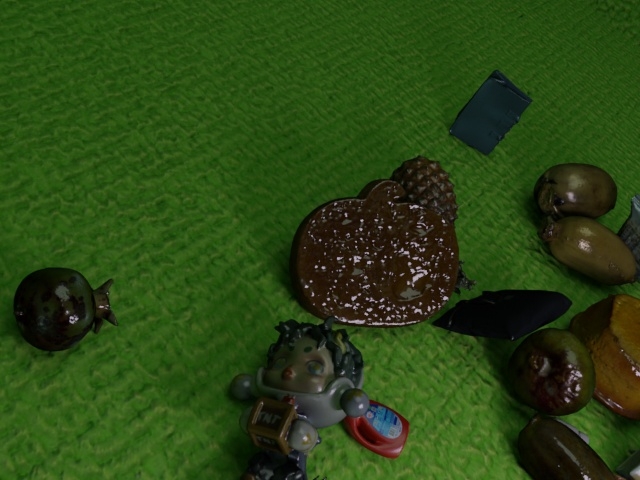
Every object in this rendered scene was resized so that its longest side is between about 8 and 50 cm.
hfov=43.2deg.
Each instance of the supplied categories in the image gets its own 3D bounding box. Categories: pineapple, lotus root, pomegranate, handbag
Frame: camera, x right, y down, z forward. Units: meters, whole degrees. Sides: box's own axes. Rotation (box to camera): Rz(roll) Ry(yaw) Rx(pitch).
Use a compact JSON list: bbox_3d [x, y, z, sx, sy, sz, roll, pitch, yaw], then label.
[{"bbox_3d":[0.259,-0.026,1.866,0.175,0.175,0.361,6,49,-27],"label":"pineapple"},{"bbox_3d":[0.496,0.458,1.618,0.241,0.124,0.123,44,34,9],"label":"lotus root"},{"bbox_3d":[-0.435,0.116,1.363,0.148,0.149,0.169,59,11,24],"label":"pomegranate"},{"bbox_3d":[0.469,-0.347,2.237,0.144,0.221,0.057,38,44,2],"label":"handbag"},{"bbox_3d":[0.722,-0.126,2.227,0.310,0.182,0.182,1,52,-34],"label":"lotus root"},{"bbox_3d":[0.702,0.018,2.112,0.303,0.146,0.130,29,55,-11],"label":"lotus root"},{"bbox_3d":[0.403,0.163,1.797,0.254,0.211,0.088,-19,108,-42],"label":"handbag"}]

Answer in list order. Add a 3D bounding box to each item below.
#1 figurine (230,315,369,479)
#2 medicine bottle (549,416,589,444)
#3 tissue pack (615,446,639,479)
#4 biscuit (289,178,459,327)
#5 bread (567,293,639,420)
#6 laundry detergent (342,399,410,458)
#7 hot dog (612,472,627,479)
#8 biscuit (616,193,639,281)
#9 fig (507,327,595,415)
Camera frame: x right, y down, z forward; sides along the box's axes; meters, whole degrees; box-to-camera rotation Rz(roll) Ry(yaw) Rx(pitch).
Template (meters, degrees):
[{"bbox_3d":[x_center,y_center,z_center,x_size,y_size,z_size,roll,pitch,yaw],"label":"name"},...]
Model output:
[{"bbox_3d":[-0.049,0.294,1.398,0.261,0.186,0.381,14,47,16],"label":"figurine"},{"bbox_3d":[0.522,0.416,1.722,0.089,0.052,0.052,27,44,-8],"label":"medicine bottle"},{"bbox_3d":[0.767,0.522,1.715,0.159,0.145,0.229,-42,83,-5],"label":"tissue pack"},{"bbox_3d":[0.116,0.026,1.695,0.368,0.063,0.313,4,86,-16],"label":"biscuit"},{"bbox_3d":[0.721,0.272,1.881,0.312,0.172,0.312,17,44,-17],"label":"bread"},{"bbox_3d":[0.084,0.343,1.529,0.165,0.049,0.097,28,47,-3],"label":"laundry detergent"},{"bbox_3d":[0.645,0.576,1.650,0.092,0.062,0.235,-12,59,-34],"label":"hot dog"},{"bbox_3d":[0.844,0.007,2.125,0.079,0.309,0.186,-36,68,-7],"label":"biscuit"},{"bbox_3d":[0.506,0.289,1.737,0.191,0.181,0.181,45,34,-36],"label":"fig"}]
